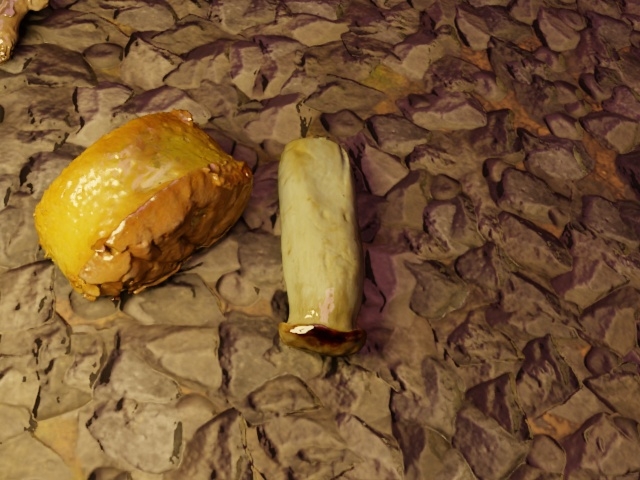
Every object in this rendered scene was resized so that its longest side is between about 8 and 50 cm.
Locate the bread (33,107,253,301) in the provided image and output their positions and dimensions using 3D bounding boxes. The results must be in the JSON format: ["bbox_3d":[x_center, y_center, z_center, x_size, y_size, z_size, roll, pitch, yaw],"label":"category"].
[{"bbox_3d":[-0.187,-0.057,0.993,0.261,0.147,0.160,-32,69,-32],"label":"bread"}]

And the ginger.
[{"bbox_3d":[-0.428,-0.358,1.201,0.122,0.084,0.290,1,53,-15],"label":"ginger"}]

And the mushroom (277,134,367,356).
[{"bbox_3d":[0.000,0.000,1.038,0.100,0.081,0.312,10,50,-15],"label":"mushroom"}]
